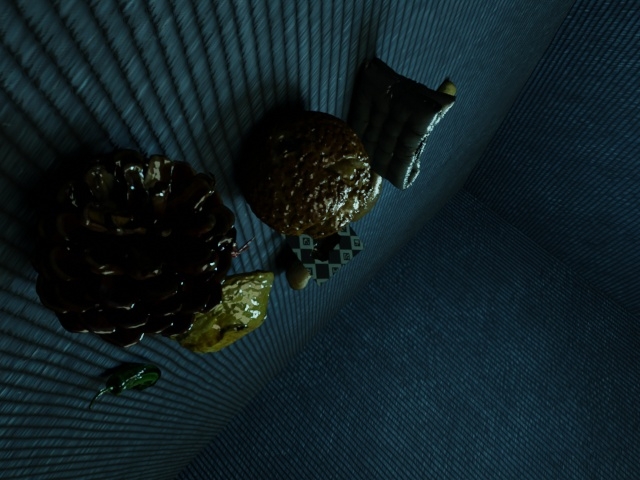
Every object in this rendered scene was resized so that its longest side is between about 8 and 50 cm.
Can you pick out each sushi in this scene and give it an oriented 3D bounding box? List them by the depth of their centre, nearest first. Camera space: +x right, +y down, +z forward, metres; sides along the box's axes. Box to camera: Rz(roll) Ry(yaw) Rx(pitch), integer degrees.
[{"bbox_3d":[0.000,0.000,1.322,0.231,0.220,0.047,-38,-176,-31],"label":"sushi"}]

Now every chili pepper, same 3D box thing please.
[{"bbox_3d":[-0.509,0.374,1.099,0.122,0.065,0.279,-49,167,-10],"label":"chili pepper"}]

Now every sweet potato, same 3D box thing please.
[{"bbox_3d":[0.170,-0.194,1.457,0.109,0.109,0.386,-34,158,-40],"label":"sweet potato"}]

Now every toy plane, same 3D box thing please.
[{"bbox_3d":[-0.239,0.033,1.011,0.126,0.077,0.194,-35,167,-27],"label":"toy plane"}]

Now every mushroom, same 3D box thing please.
[{"bbox_3d":[-0.021,0.062,1.456,0.278,0.146,0.278,-46,174,-6],"label":"mushroom"}]

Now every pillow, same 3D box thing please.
[{"bbox_3d":[0.186,-0.288,1.074,0.101,0.228,0.326,-45,163,-29],"label":"pillow"}]

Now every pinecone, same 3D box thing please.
[{"bbox_3d":[-0.261,0.015,0.619,0.298,0.242,0.296,-28,156,-35],"label":"pinecone"}]

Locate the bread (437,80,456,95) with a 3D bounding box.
[{"bbox_3d":[0.457,-0.527,1.508,0.115,0.056,0.082,-53,162,14],"label":"bread"}]

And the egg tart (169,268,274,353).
[{"bbox_3d":[-0.263,0.189,1.055,0.351,0.153,0.339,-28,167,3],"label":"egg tart"}]

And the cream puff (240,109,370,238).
[{"bbox_3d":[-0.013,-0.128,0.902,0.302,0.212,0.303,-30,145,-24],"label":"cream puff"}]
